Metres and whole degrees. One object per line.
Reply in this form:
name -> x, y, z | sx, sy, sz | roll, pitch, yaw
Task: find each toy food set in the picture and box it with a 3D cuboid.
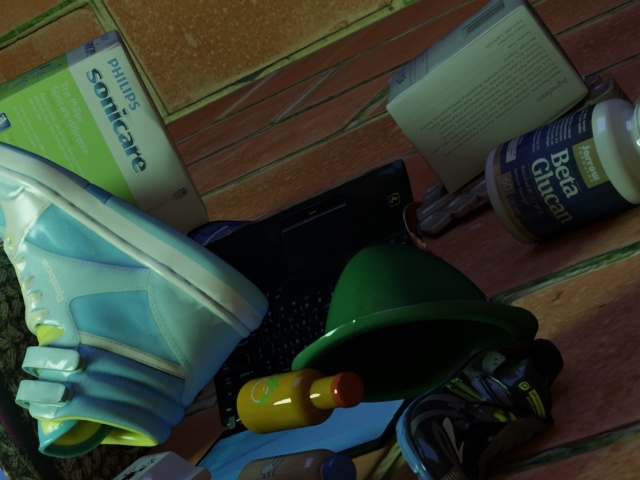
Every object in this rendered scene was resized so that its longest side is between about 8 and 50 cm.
toy food set -> -0.057, 0.179, 1.171 | 0.104, 0.111, 0.232 | -18, 14, 48

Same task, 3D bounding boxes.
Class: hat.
hat -> 0.051, 0.006, 1.300 | 0.173, 0.183, 0.208 | 2, -25, -22

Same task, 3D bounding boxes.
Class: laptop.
laptop -> -0.033, 0.081, 1.465 | 0.234, 0.264, 0.136 | -23, -23, 29

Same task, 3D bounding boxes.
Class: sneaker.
sneaker -> 0.108, 0.111, 1.167 | 0.078, 0.067, 0.188 | -30, 7, 33
sneaker -> -0.224, 0.055, 1.484 | 0.208, 0.319, 0.127 | -59, -22, -9

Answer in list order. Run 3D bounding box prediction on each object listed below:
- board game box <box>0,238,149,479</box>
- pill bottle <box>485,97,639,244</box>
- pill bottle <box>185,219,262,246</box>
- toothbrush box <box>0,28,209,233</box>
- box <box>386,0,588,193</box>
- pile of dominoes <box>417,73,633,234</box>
board game box -> -0.275, 0.128, 1.628 | 0.141, 0.232, 0.291 | -22, 14, 31
pill bottle -> 0.234, -0.066, 1.537 | 0.169, 0.094, 0.094 | -23, 14, 33
pill bottle -> -0.085, 0.040, 1.804 | 0.123, 0.123, 0.219 | -34, 13, -17
toothbrush box -> -0.286, -0.058, 1.830 | 0.283, 0.206, 0.122 | -27, 17, -1
box -> 0.174, -0.163, 1.904 | 0.182, 0.119, 0.181 | -36, 10, 11
pile of dominoes -> 0.208, -0.076, 1.850 | 0.251, 0.040, 0.196 | -35, 10, 18
